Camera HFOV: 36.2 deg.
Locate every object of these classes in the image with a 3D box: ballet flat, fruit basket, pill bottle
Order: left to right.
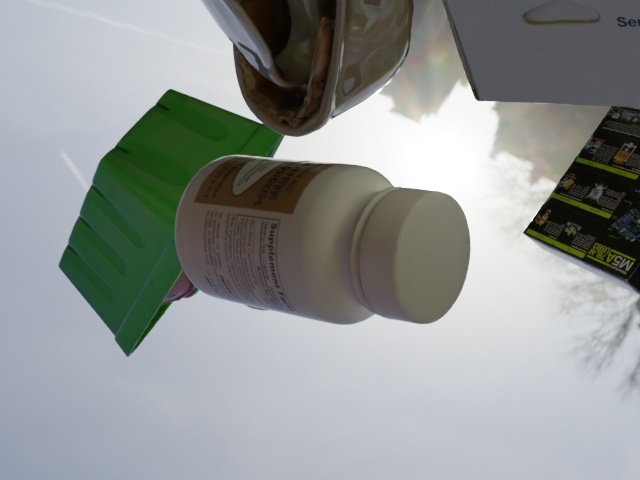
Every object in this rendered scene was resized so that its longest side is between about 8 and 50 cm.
[{"bbox_3d":[-0.135,0.011,1.361,0.392,0.392,0.283,29,-128,6],"label":"fruit basket"},{"bbox_3d":[-0.011,-0.123,0.289,0.086,0.248,0.086,-3,-125,5],"label":"ballet flat"},{"bbox_3d":[0.000,0.000,0.808,0.229,0.131,0.131,9,-170,40],"label":"pill bottle"}]

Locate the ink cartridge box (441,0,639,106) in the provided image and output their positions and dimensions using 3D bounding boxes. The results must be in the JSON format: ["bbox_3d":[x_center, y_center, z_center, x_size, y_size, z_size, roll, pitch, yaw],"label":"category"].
[{"bbox_3d":[0.195,-0.179,0.612,0.154,0.093,0.212,8,-135,39],"label":"ink cartridge box"}]

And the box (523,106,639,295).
[{"bbox_3d":[0.328,-0.048,1.039,0.045,0.184,0.191,32,-179,-26],"label":"box"}]
